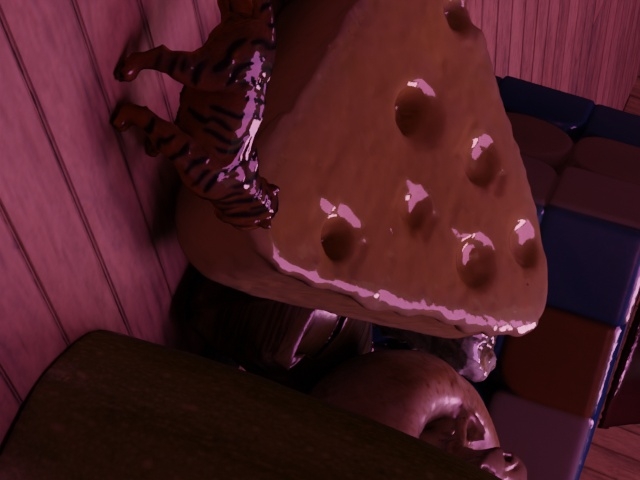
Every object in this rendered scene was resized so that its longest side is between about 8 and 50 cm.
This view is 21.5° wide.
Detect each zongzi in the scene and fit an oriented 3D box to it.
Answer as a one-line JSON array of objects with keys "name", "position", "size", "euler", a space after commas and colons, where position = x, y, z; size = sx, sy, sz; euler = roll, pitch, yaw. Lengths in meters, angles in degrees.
[{"name": "zongzi", "position": [0.000, 0.000, 1.608], "size": [0.286, 0.138, 0.300], "euler": [52, 52, -67]}]

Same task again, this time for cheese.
[{"name": "cheese", "position": [0.072, -0.047, 1.484], "size": [0.384, 0.104, 0.384], "euler": [10, 75, -43]}]

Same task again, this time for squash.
[{"name": "squash", "position": [-0.040, 0.243, 1.295], "size": [0.263, 0.384, 0.263], "euler": [19, 90, -76]}]

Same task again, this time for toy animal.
[{"name": "toy animal", "position": [-0.067, -0.132, 1.206], "size": [0.114, 0.116, 0.255], "euler": [-40, 147, -66]}]

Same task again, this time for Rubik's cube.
[{"name": "Rubik's cube", "position": [0.191, 0.028, 1.906], "size": [0.347, 0.344, 0.346], "euler": [-54, 158, -61]}]

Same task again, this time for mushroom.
[{"name": "mushroom", "position": [0.071, 0.194, 1.506], "size": [0.253, 0.195, 0.189], "euler": [-48, 121, -47]}]

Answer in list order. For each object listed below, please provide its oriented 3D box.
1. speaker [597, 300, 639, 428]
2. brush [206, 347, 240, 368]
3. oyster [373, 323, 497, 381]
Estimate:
[{"name": "speaker", "position": [0.508, 0.161, 1.999], "size": [0.259, 0.329, 0.198], "euler": [-64, 170, -68]}, {"name": "brush", "position": [-0.063, 0.078, 1.717], "size": [0.336, 0.020, 0.085], "euler": [-56, 162, -46]}, {"name": "oyster", "position": [0.085, 0.006, 1.674], "size": [0.198, 0.268, 0.112], "euler": [-65, 170, 28]}]
